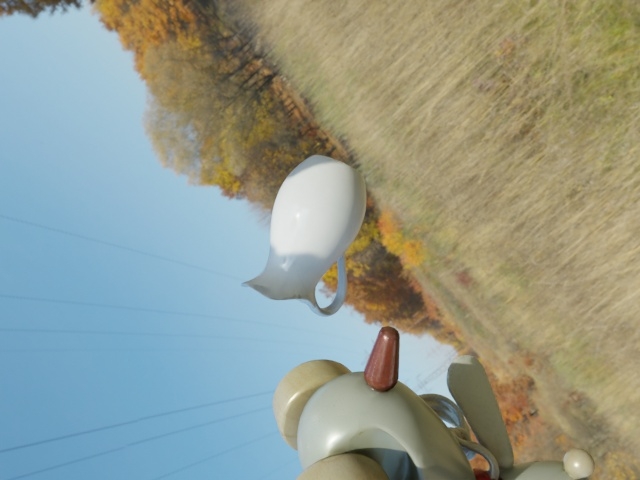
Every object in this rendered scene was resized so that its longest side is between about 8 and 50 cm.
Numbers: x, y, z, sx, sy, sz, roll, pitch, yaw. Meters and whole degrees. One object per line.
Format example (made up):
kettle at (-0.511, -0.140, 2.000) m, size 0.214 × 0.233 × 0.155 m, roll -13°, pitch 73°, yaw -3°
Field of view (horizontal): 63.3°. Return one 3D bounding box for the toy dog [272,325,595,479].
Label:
toy dog at (0.114, 0.164, 0.444) m, size 0.334 × 0.161 × 0.220 m, roll 10°, pitch -158°, yaw -40°

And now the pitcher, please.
pitcher at (0.000, 0.000, 0.747) m, size 0.125 × 0.207 × 0.178 m, roll 17°, pitch 171°, yaw 44°
